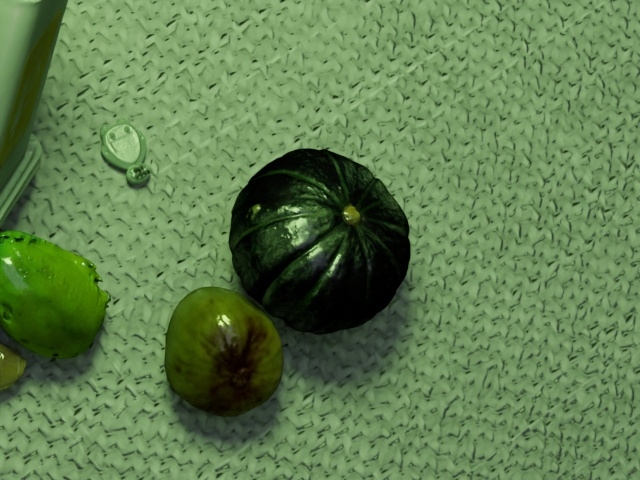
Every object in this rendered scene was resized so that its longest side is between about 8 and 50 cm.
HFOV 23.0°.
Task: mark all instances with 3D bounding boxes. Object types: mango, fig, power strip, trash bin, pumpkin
[{"bbox_3d":[-0.316,0.059,1.766,0.178,0.100,0.119,47,40,-35],"label":"mango"},{"bbox_3d":[-0.112,0.127,1.806,0.136,0.121,0.153,-11,89,-12],"label":"fig"},{"bbox_3d":[-0.229,-0.107,1.871,0.055,0.035,0.083,-25,84,-18],"label":"power strip"},{"bbox_3d":[-0.419,-0.192,1.649,0.296,0.367,0.256,26,37,-4],"label":"trash bin"},{"bbox_3d":[0.000,0.000,1.829,0.221,0.162,0.220,12,63,-25],"label":"pumpkin"}]

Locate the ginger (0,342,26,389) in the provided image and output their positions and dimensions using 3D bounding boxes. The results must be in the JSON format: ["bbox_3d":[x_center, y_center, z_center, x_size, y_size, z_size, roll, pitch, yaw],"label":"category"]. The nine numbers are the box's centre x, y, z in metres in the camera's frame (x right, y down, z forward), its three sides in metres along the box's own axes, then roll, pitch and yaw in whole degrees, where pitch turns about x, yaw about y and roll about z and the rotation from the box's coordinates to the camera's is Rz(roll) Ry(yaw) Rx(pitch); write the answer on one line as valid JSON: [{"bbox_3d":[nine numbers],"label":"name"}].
[{"bbox_3d":[-0.430,0.179,1.751,0.214,0.059,0.133,-8,73,-17],"label":"ginger"}]
